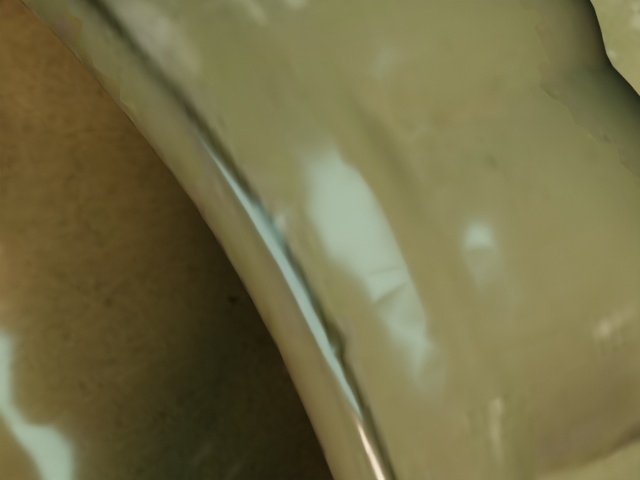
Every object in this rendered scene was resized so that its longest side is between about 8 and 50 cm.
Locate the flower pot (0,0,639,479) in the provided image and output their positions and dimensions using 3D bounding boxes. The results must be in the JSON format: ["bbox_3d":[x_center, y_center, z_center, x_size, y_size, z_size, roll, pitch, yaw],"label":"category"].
[{"bbox_3d":[0.000,0.000,0.495,0.244,0.307,0.307,-29,93,-39],"label":"flower pot"}]
